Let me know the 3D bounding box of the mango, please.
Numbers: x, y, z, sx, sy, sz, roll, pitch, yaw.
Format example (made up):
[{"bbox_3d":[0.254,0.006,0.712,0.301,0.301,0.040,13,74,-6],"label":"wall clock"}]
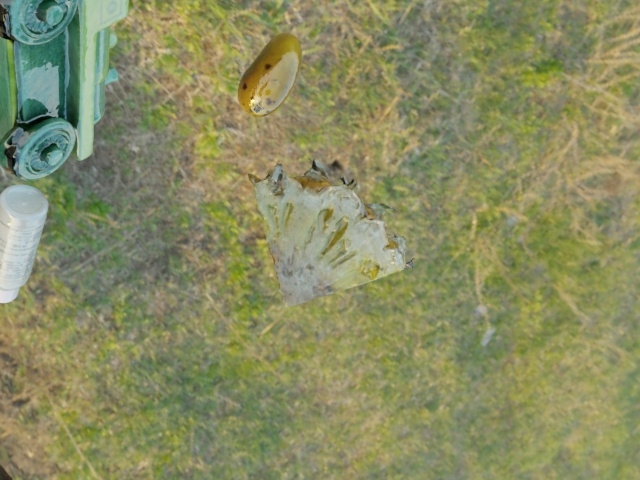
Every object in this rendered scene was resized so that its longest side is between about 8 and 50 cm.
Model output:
[{"bbox_3d":[-0.091,-0.317,1.545,0.090,0.115,0.178,37,81,-29],"label":"mango"}]

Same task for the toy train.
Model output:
[{"bbox_3d":[-0.300,-0.234,0.922,0.237,0.150,0.369,-43,162,-40],"label":"toy train"}]

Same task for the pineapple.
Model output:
[{"bbox_3d":[0.000,0.000,1.062,0.186,0.236,0.114,-57,167,2],"label":"pineapple"}]

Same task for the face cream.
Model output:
[{"bbox_3d":[-0.544,0.016,1.432,0.082,0.082,0.269,-10,148,-38],"label":"face cream"}]

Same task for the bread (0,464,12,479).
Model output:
[{"bbox_3d":[-0.590,0.183,0.839,0.242,0.346,0.405,-42,146,-7],"label":"bread"}]
